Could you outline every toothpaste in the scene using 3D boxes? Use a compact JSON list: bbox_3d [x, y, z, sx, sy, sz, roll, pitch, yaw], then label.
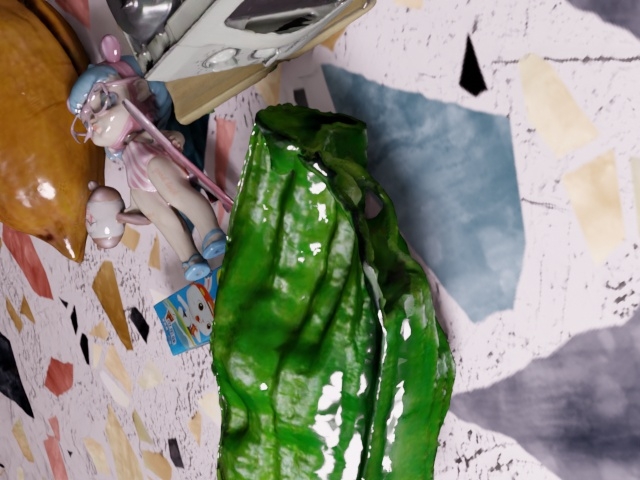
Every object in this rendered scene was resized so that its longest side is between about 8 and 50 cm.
[{"bbox_3d":[-0.091,0.057,1.244,0.267,0.050,0.065,-28,81,56],"label":"toothpaste"}]

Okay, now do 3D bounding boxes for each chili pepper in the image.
[{"bbox_3d":[0.018,0.081,1.011,0.213,0.167,0.385,7,101,38],"label":"chili pepper"}]

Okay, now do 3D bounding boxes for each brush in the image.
[{"bbox_3d":[-0.045,-0.172,1.067,0.282,0.048,0.054,-24,89,49],"label":"brush"}]

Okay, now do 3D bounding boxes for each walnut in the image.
[{"bbox_3d":[-0.339,-0.126,1.369,0.209,0.209,0.336,-28,85,57],"label":"walnut"}]

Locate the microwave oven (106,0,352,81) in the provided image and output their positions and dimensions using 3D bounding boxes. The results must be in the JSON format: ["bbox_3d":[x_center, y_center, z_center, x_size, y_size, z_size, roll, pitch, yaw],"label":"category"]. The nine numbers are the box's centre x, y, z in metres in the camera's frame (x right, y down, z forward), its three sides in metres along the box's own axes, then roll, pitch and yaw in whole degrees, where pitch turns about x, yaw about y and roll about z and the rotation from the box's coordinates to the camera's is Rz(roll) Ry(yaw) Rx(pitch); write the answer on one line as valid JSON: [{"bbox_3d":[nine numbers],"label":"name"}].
[{"bbox_3d":[-0.045,-0.277,0.857,0.295,0.181,0.237,-35,79,49],"label":"microwave oven"}]

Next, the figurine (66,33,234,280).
[{"bbox_3d":[-0.175,-0.067,1.246,0.260,0.103,0.205,56,139,20],"label":"figurine"}]
